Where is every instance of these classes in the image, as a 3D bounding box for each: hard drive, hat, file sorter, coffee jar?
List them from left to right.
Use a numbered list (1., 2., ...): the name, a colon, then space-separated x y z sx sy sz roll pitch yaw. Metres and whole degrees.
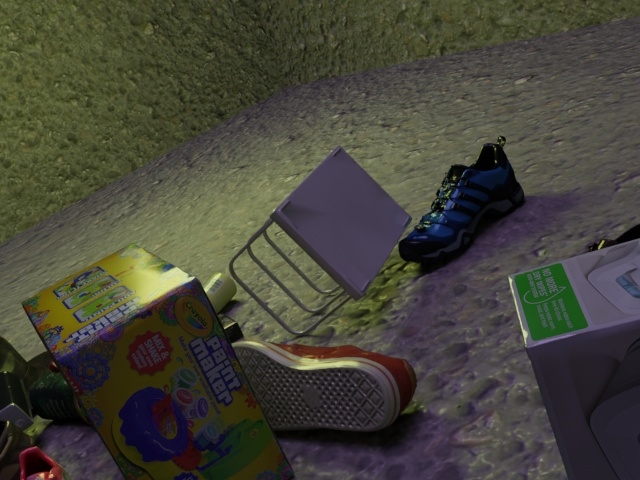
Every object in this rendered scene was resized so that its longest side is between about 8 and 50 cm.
1. hard drive: -0.607 0.321 1.238 0.255 0.054 0.172 -32 29 -15
2. hat: -0.654 0.270 1.438 0.331 0.133 0.331 -20 20 8
3. coffee jar: -0.402 0.260 1.275 0.184 0.079 0.096 -7 23 39
4. file sorter: 0.000 0.000 1.317 0.173 0.193 0.277 -41 6 37

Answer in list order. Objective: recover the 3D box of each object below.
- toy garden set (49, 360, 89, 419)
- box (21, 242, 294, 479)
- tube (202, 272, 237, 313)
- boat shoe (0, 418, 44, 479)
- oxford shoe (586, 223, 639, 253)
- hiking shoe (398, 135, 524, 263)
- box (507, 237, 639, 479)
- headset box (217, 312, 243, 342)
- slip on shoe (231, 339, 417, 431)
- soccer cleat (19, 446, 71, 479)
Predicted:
1. toy garden set: -0.291 0.192 1.221 0.204 0.049 0.244 29 45 20
2. box: -0.214 0.184 0.966 0.177 0.289 0.279 -31 21 -22
3. tube: -0.248 0.155 1.426 0.240 0.062 0.070 -50 -10 -43
4. boat shoe: -0.526 0.381 1.021 0.132 0.130 0.355 -12 22 27
5. oxford shoe: 0.363 0.049 0.994 0.227 0.096 0.083 -34 25 -25
6. hiking shoe: 0.239 -0.069 1.365 0.304 0.132 0.113 -35 24 -31
7. box: 0.303 0.130 0.610 0.231 0.261 0.126 -16 22 14
8. headset box: -0.182 0.166 1.353 0.062 0.032 0.083 -30 20 -21
9. slip on shoe: -0.014 0.192 1.023 0.331 0.123 0.101 -4 4 41
10. soccer cleat: -0.343 0.348 0.966 0.083 0.095 0.248 -30 21 -21
